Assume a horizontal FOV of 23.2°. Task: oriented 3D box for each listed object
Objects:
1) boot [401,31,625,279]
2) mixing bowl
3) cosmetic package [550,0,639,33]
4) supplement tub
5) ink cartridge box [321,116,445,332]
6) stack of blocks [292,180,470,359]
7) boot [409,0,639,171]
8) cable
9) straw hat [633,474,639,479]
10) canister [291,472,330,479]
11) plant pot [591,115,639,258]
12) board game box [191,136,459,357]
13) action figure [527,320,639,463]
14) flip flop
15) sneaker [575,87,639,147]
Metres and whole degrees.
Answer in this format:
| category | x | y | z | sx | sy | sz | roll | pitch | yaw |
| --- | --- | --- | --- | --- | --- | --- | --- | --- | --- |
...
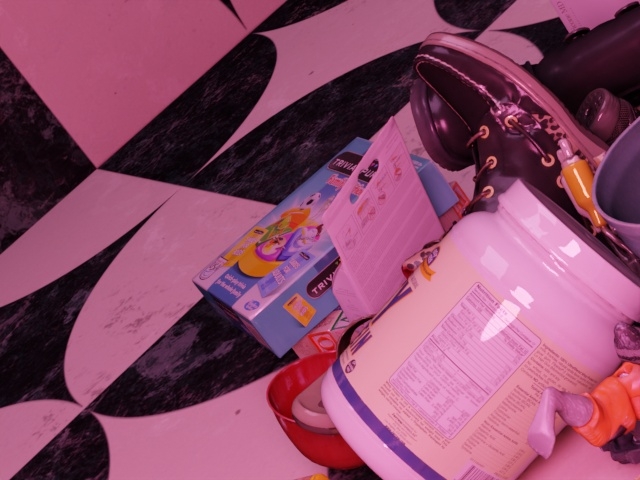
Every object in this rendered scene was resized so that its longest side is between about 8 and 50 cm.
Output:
| category | x | y | z | sx | sy | sz | roll | pitch | yaw |
| --- | --- | --- | --- | --- | --- | --- | --- | --- | --- |
| boot | 0.206 | -0.057 | 1.965 | 0.284 | 0.377 | 0.138 | -48 | -2 | -12 |
| mixing bowl | 0.028 | 0.219 | 1.938 | 0.181 | 0.098 | 0.181 | -7 | 25 | 3 |
| cosmetic package | 0.490 | -0.411 | 2.499 | 0.231 | 0.117 | 0.085 | -21 | 26 | 34 |
| supplement tub | 0.182 | 0.118 | 1.692 | 0.325 | 0.235 | 0.235 | -49 | 21 | 10 |
| ink cartridge box | 0.068 | -0.018 | 2.008 | 0.066 | 0.232 | 0.189 | 8 | 52 | 39 |
| stack of blocks | 0.096 | 0.056 | 2.201 | 0.171 | 0.087 | 0.297 | -14 | 32 | 42 |
| boot | 0.382 | -0.246 | 2.163 | 0.445 | 0.146 | 0.367 | -21 | -2 | 28 |
| cable | 0.352 | 0.015 | 1.829 | 0.072 | 0.139 | 0.287 | -23 | 65 | 19 |
| straw hat | 0.353 | 0.273 | 1.452 | 0.144 | 0.144 | 0.061 | -15 | -6 | 41 |
| canister | -0.067 | 0.352 | 1.889 | 0.170 | 0.073 | 0.126 | -20 | 28 | 31 |
| plant pot | 0.473 | -0.041 | 1.715 | 0.293 | 0.196 | 0.293 | -30 | 23 | 14 |
| board game box | 0.000 | 0.000 | 2.227 | 0.336 | 0.079 | 0.254 | -41 | 24 | -11 |
| action figure | 0.388 | 0.122 | 1.514 | 0.341 | 0.178 | 0.330 | -18 | 1 | 27 |
| flip flop | 0.057 | 0.137 | 1.890 | 0.112 | 0.080 | 0.277 | 10 | 30 | 35 |
| sneaker | 0.370 | -0.082 | 2.101 | 0.227 | 0.130 | 0.087 | -60 | 20 | 16 |
